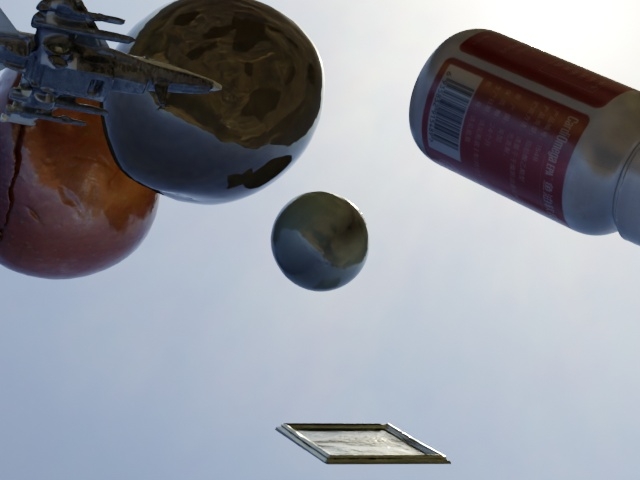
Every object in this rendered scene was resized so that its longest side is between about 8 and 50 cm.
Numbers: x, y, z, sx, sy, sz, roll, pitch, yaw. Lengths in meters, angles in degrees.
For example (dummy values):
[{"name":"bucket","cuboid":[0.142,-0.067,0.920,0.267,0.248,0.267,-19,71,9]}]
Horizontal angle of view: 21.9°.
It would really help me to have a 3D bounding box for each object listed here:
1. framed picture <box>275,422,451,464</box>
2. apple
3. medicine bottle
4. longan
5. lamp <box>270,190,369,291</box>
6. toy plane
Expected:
[{"name":"framed picture","cuboid":[0.044,0.220,1.802,0.142,0.011,0.183,2,-176,-18]},{"name":"apple","cuboid":[-0.283,-0.089,1.875,0.206,0.272,0.251,12,173,-14]},{"name":"medicine bottle","cuboid":[0.203,-0.087,1.420,0.250,0.131,0.131,29,-168,34]},{"name":"longan","cuboid":[-0.111,-0.135,1.665,0.246,0.246,0.215,14,-140,-47]},{"name":"lamp","cuboid":[0.000,0.000,1.704,0.105,0.105,0.105,33,-159,-14]},{"name":"toy plane","cuboid":[-0.195,-0.140,1.354,0.234,0.160,0.082,18,-138,-11]}]
